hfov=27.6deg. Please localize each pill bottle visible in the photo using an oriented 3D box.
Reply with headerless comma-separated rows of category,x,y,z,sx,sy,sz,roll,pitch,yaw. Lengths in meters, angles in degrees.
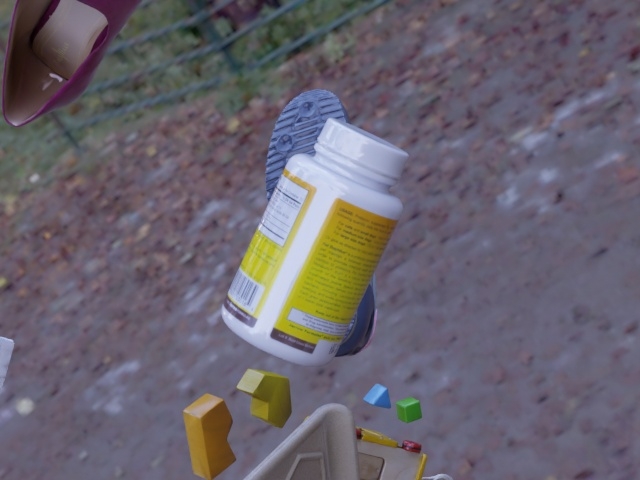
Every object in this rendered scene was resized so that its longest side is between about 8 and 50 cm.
pill bottle,0.000,0.000,1.206,0.215,0.117,0.117,-65,25,8

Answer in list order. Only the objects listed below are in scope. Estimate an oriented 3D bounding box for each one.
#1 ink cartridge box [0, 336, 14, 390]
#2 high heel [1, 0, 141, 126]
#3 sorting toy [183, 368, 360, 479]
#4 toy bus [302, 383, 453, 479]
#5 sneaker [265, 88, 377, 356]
ink cartridge box,-0.404,0.113,1.353,0.099,0.135,0.056,8,82,47
high heel,-0.280,-0.219,1.375,0.181,0.127,0.377,-56,0,-9
sorting toy,-0.048,0.236,1.116,0.041,0.307,0.229,14,32,35
toy bus,0.059,0.309,1.817,0.191,0.202,0.104,-30,19,-18
sneaker,0.007,-0.015,1.538,0.112,0.131,0.319,-8,72,20
